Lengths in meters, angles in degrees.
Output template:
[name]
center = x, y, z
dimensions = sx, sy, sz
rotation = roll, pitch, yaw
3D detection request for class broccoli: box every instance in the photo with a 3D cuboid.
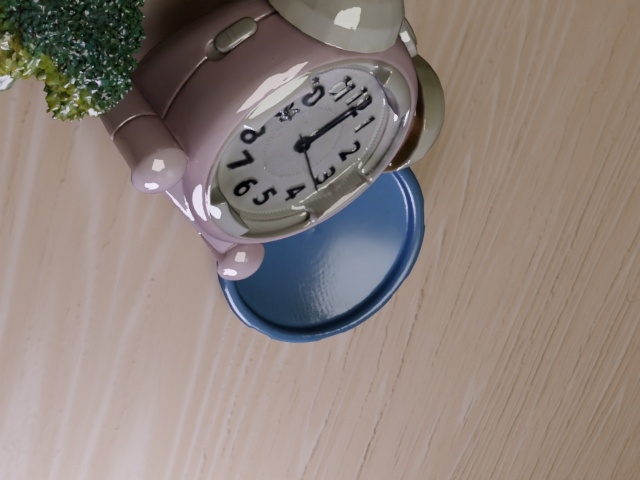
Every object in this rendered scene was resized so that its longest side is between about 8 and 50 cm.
[broccoli]
center = -0.265, -0.205, 1.136
dimensions = 0.194, 0.220, 0.194
rotation = -30, 175, -3

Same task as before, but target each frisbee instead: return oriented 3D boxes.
[frisbee]
center = -0.001, -0.003, 1.526
dimensions = 0.289, 0.049, 0.289
rotation = -13, 122, -22

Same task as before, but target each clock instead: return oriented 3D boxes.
[clock]
center = -0.036, -0.140, 1.270
dimensions = 0.326, 0.184, 0.342
rotation = -32, 155, 3
